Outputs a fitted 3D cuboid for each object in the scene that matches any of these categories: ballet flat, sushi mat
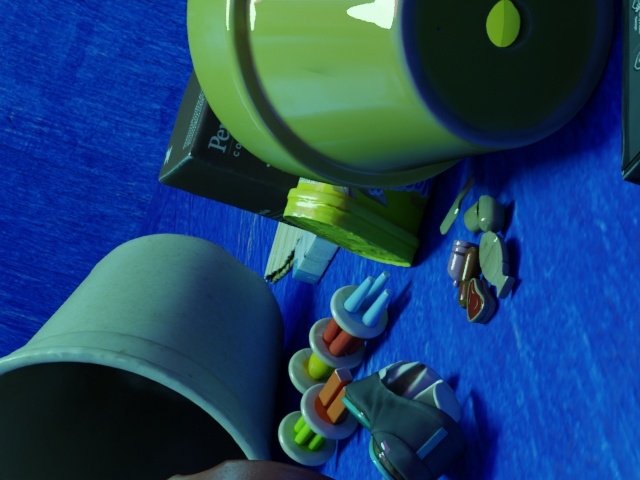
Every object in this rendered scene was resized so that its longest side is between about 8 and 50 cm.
[{"bbox_3d":[0.062,0.122,1.049,0.203,0.074,0.074,-131,60,-83],"label":"ballet flat"},{"bbox_3d":[-0.010,-0.110,1.773,0.151,0.019,0.317,134,152,-61],"label":"sushi mat"}]

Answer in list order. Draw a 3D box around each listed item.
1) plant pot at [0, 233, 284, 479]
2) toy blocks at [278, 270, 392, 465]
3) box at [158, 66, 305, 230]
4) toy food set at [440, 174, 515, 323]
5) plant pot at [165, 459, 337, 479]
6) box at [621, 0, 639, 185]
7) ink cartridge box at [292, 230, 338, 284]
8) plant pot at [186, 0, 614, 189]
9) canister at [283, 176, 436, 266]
[{"bbox_3d":[-0.173,0.159,1.498,0.305,0.333,0.334,-72,7,-57],"label":"plant pot"},{"bbox_3d":[0.019,0.103,1.268,0.148,0.054,0.123,122,162,-46],"label":"toy blocks"},{"bbox_3d":[-0.017,-0.108,1.379,0.167,0.203,0.168,162,124,-74],"label":"box"},{"bbox_3d":[0.114,0.014,1.075,0.122,0.019,0.078,-98,28,-47],"label":"toy food set"},{"bbox_3d":[-0.050,0.288,0.891,0.265,0.272,0.272,-75,10,-55],"label":"plant pot"},{"bbox_3d":[0.219,-0.154,0.779,0.175,0.051,0.220,124,160,-51],"label":"box"},{"bbox_3d":[0.000,0.000,1.550,0.048,0.028,0.083,-84,17,-44],"label":"ink cartridge box"},{"bbox_3d":[0.067,-0.153,1.049,0.239,0.254,0.254,19,91,61],"label":"plant pot"},{"bbox_3d":[0.049,-0.078,1.243,0.073,0.126,0.170,11,79,43],"label":"canister"}]
